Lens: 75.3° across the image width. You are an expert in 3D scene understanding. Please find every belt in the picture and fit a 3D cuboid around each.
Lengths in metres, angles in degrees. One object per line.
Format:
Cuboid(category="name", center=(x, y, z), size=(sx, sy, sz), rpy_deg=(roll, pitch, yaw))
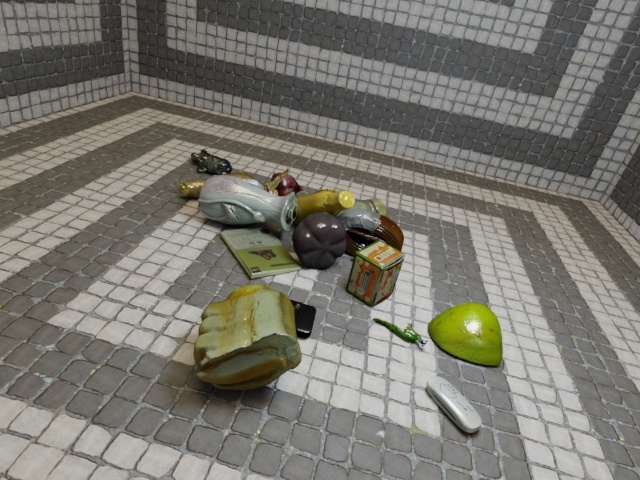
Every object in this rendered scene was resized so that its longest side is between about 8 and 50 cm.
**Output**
Cuboid(category="belt", center=(0.219, -0.026, 1.919), size=(0.339, 0.217, 0.122), rpy_deg=(26, 33, 3))

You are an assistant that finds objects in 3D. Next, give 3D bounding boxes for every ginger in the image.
Cuboid(category="ginger", center=(-0.542, -0.308, 2.194), size=(0.376, 0.166, 0.236), rpy_deg=(9, 38, -14))

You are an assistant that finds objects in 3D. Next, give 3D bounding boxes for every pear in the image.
Cuboid(category="pear", center=(0.530, 0.319, 1.558), size=(0.239, 0.139, 0.288), rpy_deg=(0, 30, -4))

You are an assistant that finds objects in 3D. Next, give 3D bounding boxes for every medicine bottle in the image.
Cuboid(category="medicine bottle", center=(0.173, -0.126, 2.140), size=(0.323, 0.151, 0.151), rpy_deg=(-13, 38, -35))

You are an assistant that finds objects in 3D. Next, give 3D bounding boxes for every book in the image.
Cuboid(category="book", center=(-0.268, 0.040, 1.828), size=(0.239, 0.035, 0.352), rpy_deg=(-8, 35, -33))

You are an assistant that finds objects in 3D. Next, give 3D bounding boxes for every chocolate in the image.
Cuboid(category="chocolate", center=(0.016, -0.159, 1.934), size=(0.162, 0.162, 0.445), rpy_deg=(-9, 1, -31))

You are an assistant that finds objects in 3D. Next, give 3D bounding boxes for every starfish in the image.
Cuboid(category="starfish", center=(-0.302, -0.227, 2.149), size=(0.302, 0.084, 0.293), rpy_deg=(-16, 45, 28))

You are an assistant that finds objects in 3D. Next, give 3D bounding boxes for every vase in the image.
Cuboid(category="vase", center=(-0.330, -0.169, 1.938), size=(0.446, 0.249, 0.250), rpy_deg=(12, 30, 12))

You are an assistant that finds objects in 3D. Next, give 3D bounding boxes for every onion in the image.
Cuboid(category="onion", center=(-0.186, -0.297, 2.314), size=(0.195, 0.159, 0.159), rpy_deg=(8, 29, -29))

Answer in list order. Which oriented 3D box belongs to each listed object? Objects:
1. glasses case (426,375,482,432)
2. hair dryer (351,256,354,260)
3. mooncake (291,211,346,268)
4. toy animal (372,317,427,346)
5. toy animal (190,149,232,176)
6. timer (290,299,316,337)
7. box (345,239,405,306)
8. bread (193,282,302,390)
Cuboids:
Cuboid(category="glasses case", center=(0.408, 0.501, 1.277), size=(0.076, 0.049, 0.197), rpy_deg=(-9, 36, -30))
Cuboid(category="hair dryer", center=(0.210, 0.103, 1.880), size=(0.154, 0.054, 0.106), rpy_deg=(20, 27, 21))
Cuboid(category="mooncake", center=(0.000, 0.000, 1.788), size=(0.245, 0.244, 0.133), rpy_deg=(-1, 29, -21))
Cuboid(category="toy animal", center=(0.303, 0.326, 1.546), size=(0.217, 0.041, 0.075), rpy_deg=(25, 34, 29))
Cuboid(category="toy animal", center=(-0.669, -0.467, 2.468), size=(0.168, 0.106, 0.343), rpy_deg=(-19, 39, -40))
Cuboid(category="timer", center=(-0.116, 0.272, 1.480), size=(0.188, 0.055, 0.144), rpy_deg=(16, 32, 0))
Cuboid(category="box", center=(0.226, 0.132, 1.685), size=(0.148, 0.194, 0.178), rpy_deg=(31, 35, 29))
Cuboid(category="bread", center=(-0.216, 0.289, 1.265), size=(0.301, 0.210, 0.341), rpy_deg=(-18, 30, -5))
